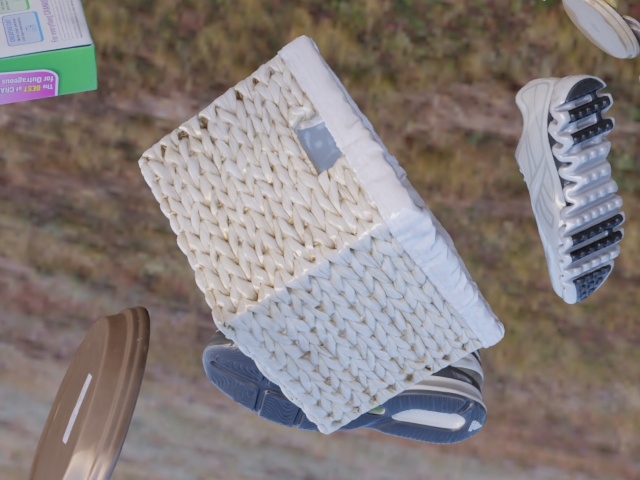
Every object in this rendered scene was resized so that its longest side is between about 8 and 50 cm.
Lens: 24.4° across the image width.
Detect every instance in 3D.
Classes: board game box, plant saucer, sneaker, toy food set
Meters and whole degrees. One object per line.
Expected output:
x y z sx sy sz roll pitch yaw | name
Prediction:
-0.400 -0.231 1.465 0.316 0.242 0.064 -10 145 -13 | board game box
-0.236 0.190 1.449 0.041 0.278 0.278 22 166 -15 | plant saucer
0.041 0.159 2.339 0.447 0.258 0.169 13 136 -9 | sneaker
0.305 -0.067 1.856 0.110 0.292 0.118 -16 -161 -36 | sneaker
0.344 -0.271 1.786 0.192 0.038 0.132 44 175 13 | toy food set

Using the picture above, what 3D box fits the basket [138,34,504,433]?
0.000 0.000 1.777 0.266 0.328 0.331 -33 141 4 | basket
